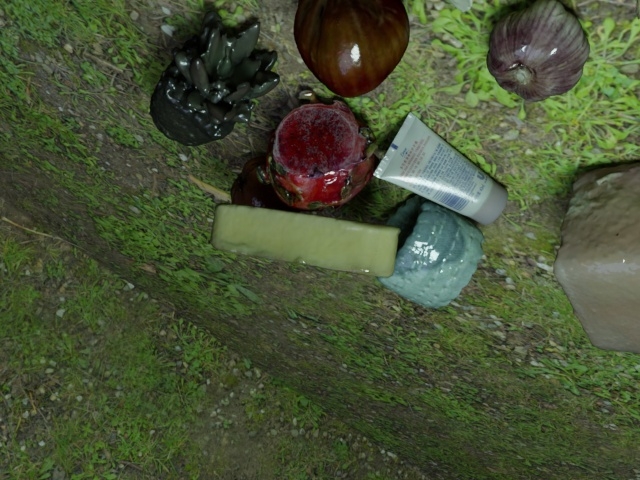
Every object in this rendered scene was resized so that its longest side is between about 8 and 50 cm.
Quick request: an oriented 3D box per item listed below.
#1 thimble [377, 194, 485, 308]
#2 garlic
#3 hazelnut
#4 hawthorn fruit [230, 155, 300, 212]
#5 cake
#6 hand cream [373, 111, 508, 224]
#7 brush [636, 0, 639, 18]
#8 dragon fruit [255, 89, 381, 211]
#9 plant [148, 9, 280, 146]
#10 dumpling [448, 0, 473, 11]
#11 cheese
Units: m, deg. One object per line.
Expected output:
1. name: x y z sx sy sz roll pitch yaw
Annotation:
1. thimble: 0.220 0.028 1.512 0.172 0.205 0.250 28 147 -12
2. garlic: 0.310 -0.266 1.044 0.147 0.102 0.159 28 153 -5
3. hazelnut: 0.047 -0.316 1.079 0.178 0.204 0.178 6 148 4
4. hawthorn fruit: -0.076 -0.074 1.662 0.165 0.165 0.285 -7 142 46
5. cake: 0.557 0.035 1.210 0.230 0.237 0.309 -6 136 42
6. hand cream: 0.231 -0.118 1.360 0.248 0.133 0.083 31 -177 -13
7. brush: 0.419 -0.349 0.902 0.043 0.014 0.170 9 147 28
8. dragon fruit: 0.005 -0.175 1.375 0.282 0.211 0.147 -7 145 8
9. plant: -0.212 -0.288 1.359 0.181 0.194 0.320 32 155 -18
10. dumpling: 0.114 -0.396 0.996 0.215 0.126 0.166 13 177 8
11. cheese: -0.001 0.000 1.507 0.383 0.104 0.384 8 -178 0
